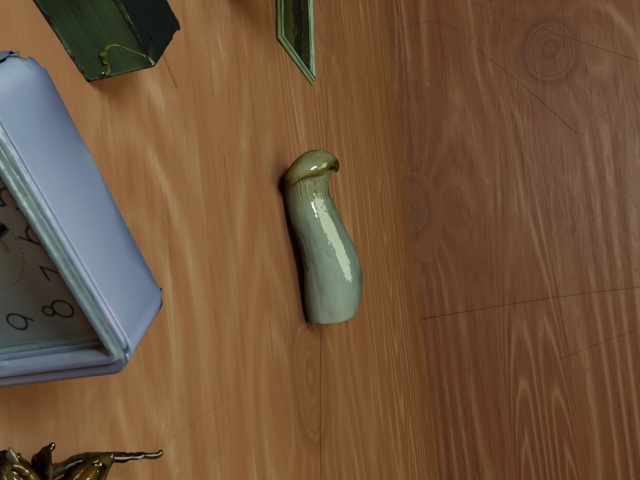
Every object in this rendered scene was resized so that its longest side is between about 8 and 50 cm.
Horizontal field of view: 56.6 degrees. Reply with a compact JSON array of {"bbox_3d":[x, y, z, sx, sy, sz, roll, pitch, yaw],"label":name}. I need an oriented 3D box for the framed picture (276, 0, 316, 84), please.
[{"bbox_3d":[-0.049,-0.476,1.225,0.197,0.014,0.252,33,52,-66],"label":"framed picture"}]

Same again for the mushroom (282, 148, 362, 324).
[{"bbox_3d":[0.000,0.000,1.075,0.159,0.122,0.328,-150,-134,-66],"label":"mushroom"}]

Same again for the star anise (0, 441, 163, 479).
[{"bbox_3d":[-0.188,0.192,0.449,0.191,0.070,0.097,5,76,-52],"label":"star anise"}]

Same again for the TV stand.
[{"bbox_3d":[-0.225,-0.278,0.509,0.269,0.083,0.088,67,23,-43],"label":"TV stand"}]

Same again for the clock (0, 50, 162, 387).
[{"bbox_3d":[-0.205,-0.003,0.363,0.073,0.145,0.193,-78,154,-56],"label":"clock"}]
